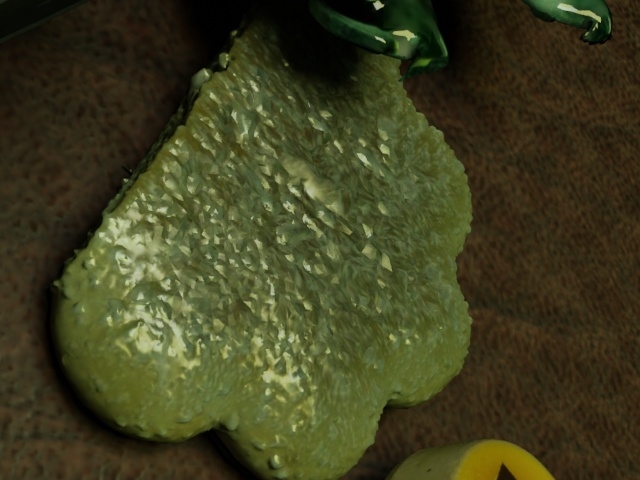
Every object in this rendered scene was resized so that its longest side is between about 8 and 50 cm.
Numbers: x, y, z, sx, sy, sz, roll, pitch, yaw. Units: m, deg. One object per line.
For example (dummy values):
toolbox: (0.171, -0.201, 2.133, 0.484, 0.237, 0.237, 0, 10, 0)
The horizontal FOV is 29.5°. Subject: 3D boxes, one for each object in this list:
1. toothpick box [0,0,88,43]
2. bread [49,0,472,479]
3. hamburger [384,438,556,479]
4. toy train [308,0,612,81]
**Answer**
toothpick box: (-0.179, -0.236, 0.399, 0.263, 0.263, 0.355, -37, 107, -44)
bread: (0.000, 0.000, 0.601, 0.207, 0.056, 0.286, 40, 51, -20)
hamburger: (0.069, 0.163, 0.574, 0.126, 0.081, 0.141, 41, 38, -24)
toy train: (0.060, -0.191, 0.639, 0.301, 0.120, 0.202, -17, 50, -45)
